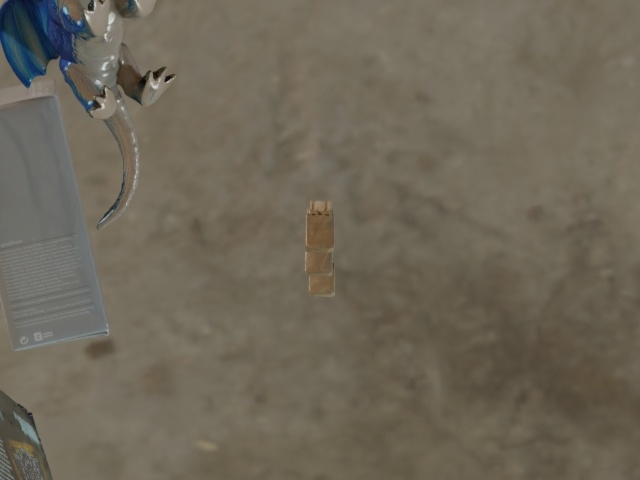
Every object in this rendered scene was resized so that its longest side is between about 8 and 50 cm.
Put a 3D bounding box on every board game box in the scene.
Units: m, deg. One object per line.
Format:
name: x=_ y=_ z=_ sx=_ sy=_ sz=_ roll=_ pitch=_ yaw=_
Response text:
board game box: x=-0.184 y=0.144 z=1.144 sx=0.026 sy=0.186 sz=0.126 roll=-22 pitch=72 yaw=-1

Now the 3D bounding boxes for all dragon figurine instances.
dragon figurine: x=-0.194 y=-0.161 z=1.524 sx=0.085 sy=0.144 sz=0.289 roll=-32 pitch=134 yaw=-30

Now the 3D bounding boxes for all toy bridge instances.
toy bridge: x=0.000 y=0.000 z=1.695 sx=0.026 sy=0.188 sz=0.063 roll=1 pitch=76 yaw=1

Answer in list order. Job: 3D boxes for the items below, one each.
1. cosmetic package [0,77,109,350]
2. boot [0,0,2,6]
cosmetic package: x=-0.274 y=-0.027 z=1.852 sx=0.107 sy=0.127 sz=0.238 roll=-10 pitch=105 yaw=-7
boot: x=-0.297 y=-0.249 z=1.205 sx=0.211 sy=0.295 sz=0.104 roll=40 pitch=59 yaw=22
